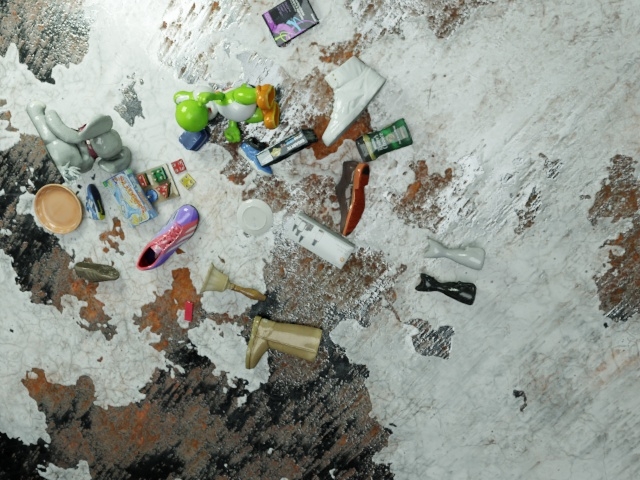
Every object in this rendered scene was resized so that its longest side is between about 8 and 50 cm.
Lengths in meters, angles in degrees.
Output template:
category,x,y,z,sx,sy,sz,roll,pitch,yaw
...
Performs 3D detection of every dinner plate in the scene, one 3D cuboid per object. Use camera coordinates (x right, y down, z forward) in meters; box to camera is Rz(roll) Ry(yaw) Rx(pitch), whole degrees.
category,x,y,z,sx,sy,sz,roll,pitch,yaw
dinner plate,-0.246,-0.085,1.905,0.141,0.017,0.141,2,107,8

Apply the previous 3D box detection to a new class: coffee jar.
category,x,y,z,sx,sy,sz,roll,pitch,yaw
coffee jar,0.214,-0.337,1.737,0.185,0.079,0.096,-22,101,14

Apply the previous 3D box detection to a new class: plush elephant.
category,x,y,z,sx,sy,sz,roll,pitch,yaw
plush elephant,-0.832,-0.351,1.814,0.330,0.255,0.271,49,153,26

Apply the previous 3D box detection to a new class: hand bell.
category,x,y,z,sx,sy,sz,roll,pitch,yaw
hand bell,-0.325,0.180,1.957,0.242,0.126,0.126,20,107,-11

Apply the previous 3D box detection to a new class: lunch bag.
category,x,y,z,sx,sy,sz,roll,pitch,yaw
lunch bag,-0.449,-0.371,1.833,0.098,0.065,0.067,-43,80,17

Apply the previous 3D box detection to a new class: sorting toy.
category,x,y,z,sx,sy,sz,roll,pitch,yaw
sorting toy,-0.607,-0.207,1.908,0.275,0.046,0.132,-17,102,12

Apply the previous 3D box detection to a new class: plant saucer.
category,x,y,z,sx,sy,sz,roll,pitch,yaw
plant saucer,-1.017,-0.124,1.994,0.200,0.037,0.199,2,106,8

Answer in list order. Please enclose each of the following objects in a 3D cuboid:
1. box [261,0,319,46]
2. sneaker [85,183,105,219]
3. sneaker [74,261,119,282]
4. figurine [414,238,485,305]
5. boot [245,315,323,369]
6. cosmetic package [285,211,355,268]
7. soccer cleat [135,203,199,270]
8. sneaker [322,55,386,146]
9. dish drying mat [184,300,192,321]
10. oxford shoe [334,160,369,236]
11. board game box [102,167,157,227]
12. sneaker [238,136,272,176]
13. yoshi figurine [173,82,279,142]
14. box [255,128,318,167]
category,x,y,z,sx,sy,sz,roll,pitch,yaw
box,-0.100,-0.738,1.702,0.162,0.029,0.116,-27,100,13
sneaker,-0.876,-0.145,1.961,0.059,0.053,0.144,-5,103,12
sneaker,-0.887,0.136,2.041,0.189,0.066,0.071,15,123,9
figurine,0.459,0.106,1.820,0.210,0.092,0.214,12,105,9
boot,-0.147,0.426,1.990,0.270,0.089,0.236,14,107,3
cosmetic package,0.000,0.000,1.868,0.239,0.060,0.098,30,108,0
soccer cleat,-0.573,-0.003,1.920,0.109,0.116,0.318,44,107,-5
sneaker,0.065,-0.472,1.716,0.169,0.108,0.292,39,97,-1
dish drying mat,-0.528,0.284,2.047,0.032,0.008,0.083,10,107,6
oxford shoe,0.100,-0.149,1.811,0.098,0.097,0.271,20,108,28
board game box,-0.713,-0.156,1.914,0.136,0.035,0.201,-18,107,32
sneaker,-0.214,-0.303,1.819,0.152,0.058,0.084,44,115,2
yoshi figurine,-0.334,-0.432,1.727,0.363,0.203,0.203,3,104,10
box,-0.108,-0.312,1.717,0.175,0.220,0.051,-27,97,13
